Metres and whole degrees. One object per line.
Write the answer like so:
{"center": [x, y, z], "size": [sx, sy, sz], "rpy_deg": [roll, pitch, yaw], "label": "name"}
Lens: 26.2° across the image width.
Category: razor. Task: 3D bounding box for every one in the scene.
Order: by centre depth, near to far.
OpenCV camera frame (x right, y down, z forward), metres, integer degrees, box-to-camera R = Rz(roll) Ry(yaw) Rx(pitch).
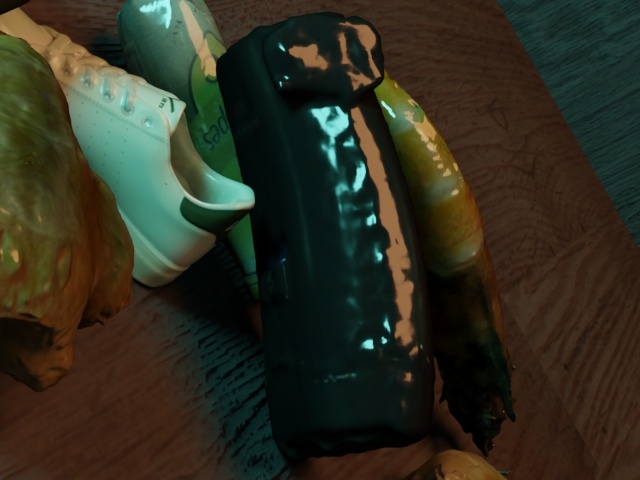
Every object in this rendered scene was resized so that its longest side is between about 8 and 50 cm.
{"center": [0.004, -0.002, 1.029], "size": [0.107, 0.189, 0.326], "rpy_deg": [-7, 83, -22], "label": "razor"}

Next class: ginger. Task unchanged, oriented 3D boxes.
{"center": [-0.191, -0.044, 0.796], "size": [0.219, 0.123, 0.270], "rpy_deg": [46, 30, -25], "label": "ginger"}

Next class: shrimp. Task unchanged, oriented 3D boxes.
{"center": [0.081, 0.016, 1.299], "size": [0.272, 0.085, 0.445], "rpy_deg": [30, -33, 61], "label": "shrimp"}

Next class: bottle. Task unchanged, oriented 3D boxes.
{"center": [-0.087, -0.078, 1.137], "size": [0.269, 0.083, 0.083], "rpy_deg": [66, 21, -3], "label": "bottle"}

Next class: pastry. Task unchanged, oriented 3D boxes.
{"center": [0.125, 0.254, 1.162], "size": [0.166, 0.088, 0.165], "rpy_deg": [46, 24, -28], "label": "pastry"}

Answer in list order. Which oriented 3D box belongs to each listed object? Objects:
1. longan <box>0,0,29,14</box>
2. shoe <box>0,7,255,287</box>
{"center": [-0.240, -0.236, 0.860], "size": [0.198, 0.198, 0.212], "rpy_deg": [32, 30, -49], "label": "longan"}
{"center": [-0.151, -0.092, 0.974], "size": [0.265, 0.110, 0.095], "rpy_deg": [53, 23, -22], "label": "shoe"}
